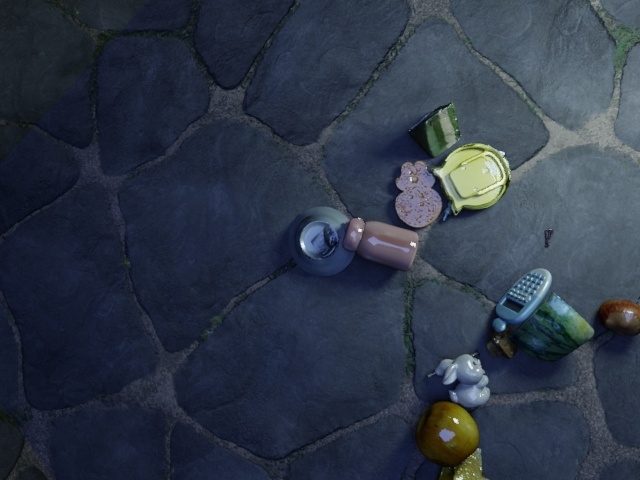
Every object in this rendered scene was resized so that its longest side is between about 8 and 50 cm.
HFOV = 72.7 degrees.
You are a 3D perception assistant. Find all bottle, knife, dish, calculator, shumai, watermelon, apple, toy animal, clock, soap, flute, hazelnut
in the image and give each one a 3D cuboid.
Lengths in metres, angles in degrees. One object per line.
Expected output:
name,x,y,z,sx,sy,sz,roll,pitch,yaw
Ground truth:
bottle,0.239,0.002,1.806,0.297,0.206,0.173,15,123,1
knife,0.723,-0.377,1.828,0.121,0.018,0.031,23,83,11
dish,0.000,0.000,1.896,0.317,0.106,0.316,-1,85,11
calculator,0.775,0.232,1.685,0.042,0.188,0.302,36,93,-9
shumai,0.716,0.401,1.735,0.105,0.139,0.123,2,53,41
watermelon,0.880,0.325,1.672,0.213,0.201,0.261,40,120,9
apple,0.491,0.749,1.680,0.208,0.237,0.236,36,93,9
toy animal,0.567,0.554,1.715,0.179,0.127,0.193,-27,97,10
clock,0.632,-0.260,1.809,0.294,0.071,0.276,-20,82,8
soap,0.538,1.022,1.741,0.170,0.304,0.338,18,129,6
flute,0.544,0.511,1.787,0.233,0.027,0.027,-28,81,8
hazelnut,1.139,0.282,1.639,0.154,0.143,0.143,15,88,28

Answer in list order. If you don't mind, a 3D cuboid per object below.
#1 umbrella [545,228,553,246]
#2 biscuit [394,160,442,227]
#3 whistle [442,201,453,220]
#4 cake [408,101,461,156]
umbrella,0.924,-0.016,1.760,0.032,0.020,0.083,7,92,12
biscuit,0.412,-0.196,1.862,0.202,0.044,0.288,-11,82,10
whistle,0.542,-0.128,1.835,0.035,0.035,0.100,27,92,12
cake,0.488,-0.442,1.758,0.158,0.283,0.172,-40,96,6
